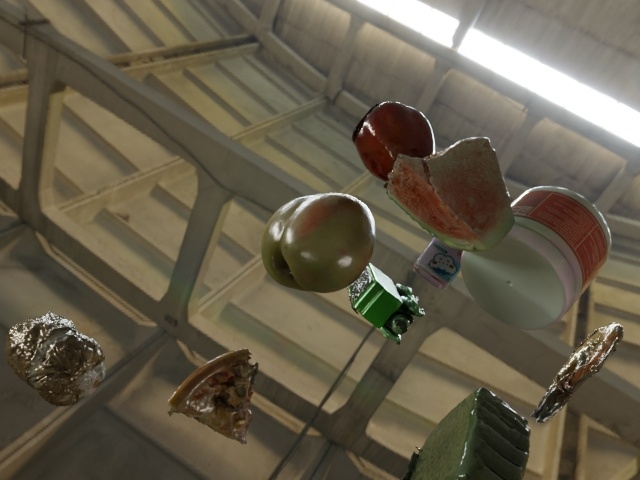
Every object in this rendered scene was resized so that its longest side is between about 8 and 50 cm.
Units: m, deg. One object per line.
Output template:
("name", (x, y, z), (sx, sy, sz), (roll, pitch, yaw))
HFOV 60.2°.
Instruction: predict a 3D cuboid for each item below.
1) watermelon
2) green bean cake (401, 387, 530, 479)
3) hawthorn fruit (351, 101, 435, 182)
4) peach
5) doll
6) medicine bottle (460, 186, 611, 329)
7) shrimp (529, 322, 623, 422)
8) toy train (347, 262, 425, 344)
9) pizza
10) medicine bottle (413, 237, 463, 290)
("watermelon", (0.259, -0.103, 1.171), (0.193, 0.231, 0.310), (-16, -148, -9))
("green bean cake", (0.227, 0.380, 0.893), (0.125, 0.222, 0.227), (39, -142, 8))
("hawthorn fruit", (0.188, -0.221, 1.356), (0.190, 0.189, 0.251), (-8, -114, -40))
("peach", (0.001, 0.000, 1.356), (0.247, 0.292, 0.292), (52, -146, -8))
("doll", (-0.412, 0.167, 0.839), (0.221, 0.105, 0.115), (22, 170, 43))
("medicine bottle", (0.487, 0.035, 1.251), (0.252, 0.252, 0.241), (40, -127, 21))
("shrimp", (0.627, 0.318, 1.336), (0.062, 0.164, 0.317), (42, -101, 14))
("toy train", (0.180, 0.173, 1.557), (0.188, 0.132, 0.243), (37, -170, -11))
("pizza", (-0.176, 0.310, 1.027), (0.185, 0.195, 0.052), (-32, -153, -25))
("medicine bottle", (0.368, 0.038, 1.609), (0.119, 0.094, 0.188), (36, -101, 12))
